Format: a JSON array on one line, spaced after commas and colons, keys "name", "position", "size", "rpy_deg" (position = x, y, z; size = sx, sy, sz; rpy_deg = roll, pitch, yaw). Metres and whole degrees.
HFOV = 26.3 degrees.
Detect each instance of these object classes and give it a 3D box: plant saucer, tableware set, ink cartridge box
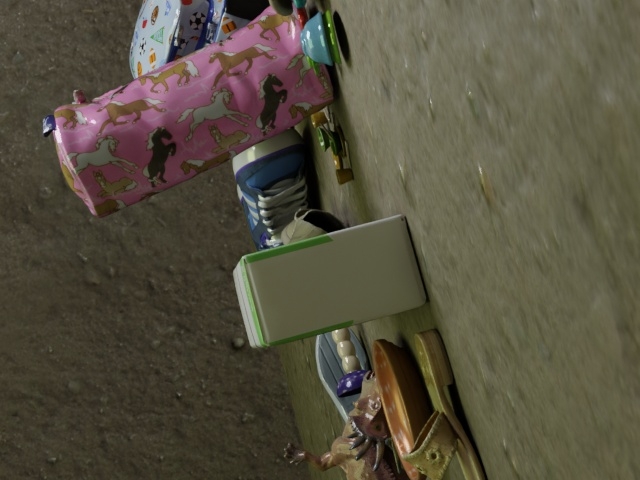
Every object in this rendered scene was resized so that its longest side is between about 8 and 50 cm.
[{"name": "plant saucer", "position": [0.115, 0.226, 1.839], "size": [0.200, 0.037, 0.200], "rpy_deg": [165, 90, -84]}, {"name": "tableware set", "position": [0.013, -0.133, 1.922], "size": [0.154, 0.024, 0.104], "rpy_deg": [-114, 11, -50]}, {"name": "ink cartridge box", "position": [0.002, 0.056, 1.702], "size": [0.273, 0.198, 0.114], "rpy_deg": [146, 109, -82]}]

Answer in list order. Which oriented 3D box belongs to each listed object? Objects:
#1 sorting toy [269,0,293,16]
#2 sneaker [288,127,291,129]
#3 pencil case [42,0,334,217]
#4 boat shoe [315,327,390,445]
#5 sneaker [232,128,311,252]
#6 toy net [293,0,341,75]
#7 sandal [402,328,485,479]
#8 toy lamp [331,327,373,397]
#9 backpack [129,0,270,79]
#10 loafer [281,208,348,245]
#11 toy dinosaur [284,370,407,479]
[{"name": "sorting toy", "position": [-0.078, -0.442, 1.803], "size": [0.307, 0.041, 0.229], "rpy_deg": [-97, -11, -64]}, {"name": "sneaker", "position": [-0.117, -0.214, 2.336], "size": [0.087, 0.128, 0.221], "rpy_deg": [-115, 11, -52]}, {"name": "pencil case", "position": [-0.170, -0.178, 1.832], "size": [0.160, 0.386, 0.167], "rpy_deg": [-128, 14, -75]}, {"name": "boat shoe", "position": [0.046, 0.244, 2.222], "size": [0.076, 0.083, 0.226], "rpy_deg": [108, 146, -75]}, {"name": "sneaker", "position": [-0.049, -0.033, 2.282], "size": [0.323, 0.130, 0.236], "rpy_deg": [113, 134, -74]}, {"name": "toy net", "position": [-0.018, -0.326, 1.704], "size": [0.122, 0.045, 0.232], "rpy_deg": [-21, -82, -86]}, {"name": "sandal", "position": [0.127, 0.226, 1.572], "size": [0.088, 0.079, 0.240], "rpy_deg": [112, 142, -79]}, {"name": "toy lamp", "position": [0.019, 0.110, 2.181], "size": [0.080, 0.080, 0.274], "rpy_deg": [101, 153, -74]}, {"name": "backpack", "position": [-0.173, -0.286, 2.092], "size": [0.276, 0.213, 0.263], "rpy_deg": [-116, 35, -59]}, {"name": "loafer", "position": [0.000, 0.000, 2.051], "size": [0.102, 0.092, 0.268], "rpy_deg": [36, -166, -8]}, {"name": "toy dinosaur", "position": [0.086, 0.349, 2.061], "size": [0.200, 0.127, 0.295], "rpy_deg": [-13, 112, 48]}]
